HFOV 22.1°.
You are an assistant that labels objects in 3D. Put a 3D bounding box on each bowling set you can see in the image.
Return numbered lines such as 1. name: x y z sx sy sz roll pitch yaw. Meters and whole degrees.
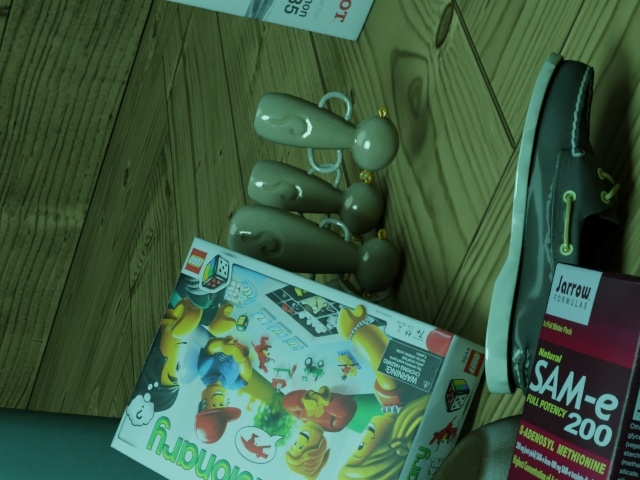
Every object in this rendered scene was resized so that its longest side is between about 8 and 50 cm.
1. bowling set: 0.000 0.000 1.496 0.200 0.154 0.287 -64 -12 -79

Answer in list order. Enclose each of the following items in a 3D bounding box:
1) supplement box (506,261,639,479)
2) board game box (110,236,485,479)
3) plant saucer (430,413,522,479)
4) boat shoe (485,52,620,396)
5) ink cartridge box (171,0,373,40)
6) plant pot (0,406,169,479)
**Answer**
1. supplement box: 0.160 0.138 0.913 0.130 0.073 0.239 -166 89 -74
2. board game box: -0.025 0.127 1.285 0.305 0.053 0.193 19 86 44
3. plant saucer: 0.089 0.196 1.076 0.199 0.036 0.198 -62 6 12
4. boat shoe: 0.157 -0.009 1.047 0.081 0.068 0.228 43 -124 -68
5. ink cartridge box: -0.063 -0.337 1.636 0.117 0.283 0.207 -102 28 -47
6. plant pot: -0.270 0.326 1.765 0.341 0.334 0.341 -168 90 -75
